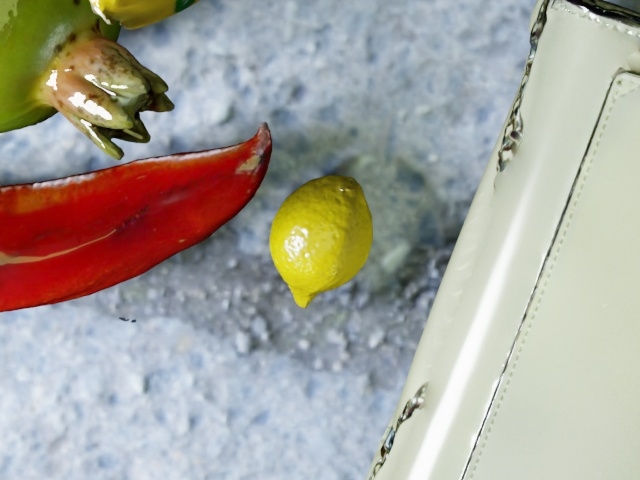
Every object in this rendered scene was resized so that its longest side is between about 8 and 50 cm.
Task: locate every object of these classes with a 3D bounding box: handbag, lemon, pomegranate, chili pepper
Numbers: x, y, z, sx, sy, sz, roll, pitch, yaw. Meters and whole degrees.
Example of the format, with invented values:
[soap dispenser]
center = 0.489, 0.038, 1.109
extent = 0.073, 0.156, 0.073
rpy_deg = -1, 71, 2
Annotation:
[handbag]
center = 0.188, 0.048, 1.121
extent = 0.236, 0.160, 0.359
rpy_deg = 19, 103, -2
[lemon]
center = 0.000, 0.000, 1.144
extent = 0.065, 0.065, 0.092
rpy_deg = 19, 110, -8
[pomegranate]
center = -0.174, -0.125, 1.038
extent = 0.205, 0.159, 0.159
rpy_deg = 36, 102, 18
[chili pepper]
center = -0.213, -0.014, 1.105
extent = 0.368, 0.092, 0.137
rpy_deg = -7, 139, -6

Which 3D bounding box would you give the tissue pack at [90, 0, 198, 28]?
[tissue pack]
center = -0.020, -0.312, 0.927
extent = 0.382, 0.293, 0.228
rpy_deg = -41, 97, 10
